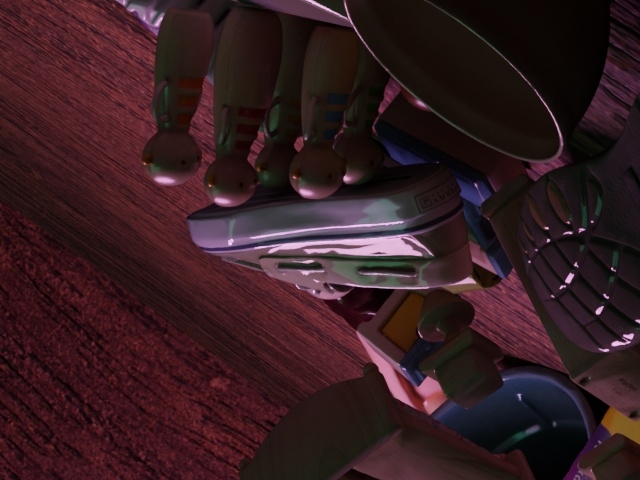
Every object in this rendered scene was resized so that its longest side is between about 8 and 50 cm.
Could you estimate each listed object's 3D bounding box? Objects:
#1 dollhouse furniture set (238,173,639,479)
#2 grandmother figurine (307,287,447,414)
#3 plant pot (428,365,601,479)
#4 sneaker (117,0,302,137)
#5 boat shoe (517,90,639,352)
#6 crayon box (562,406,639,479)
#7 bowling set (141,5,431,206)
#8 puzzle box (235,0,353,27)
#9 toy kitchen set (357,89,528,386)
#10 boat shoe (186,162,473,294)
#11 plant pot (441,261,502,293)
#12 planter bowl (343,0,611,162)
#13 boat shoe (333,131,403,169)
[{"bbox_3d":[0.090,0.138,1.484,0.303,0.355,0.174,32,-152,-47],"label":"dollhouse furniture set"},{"bbox_3d":[0.061,0.083,2.105,0.208,0.104,0.342,17,159,39],"label":"grandmother figurine"},{"bbox_3d":[0.272,0.363,2.041,0.334,0.341,0.341,36,170,-27],"label":"plant pot"},{"bbox_3d":[-0.084,-0.177,1.625,0.236,0.095,0.104,43,175,5],"label":"sneaker"},{"bbox_3d":[0.219,-0.023,1.124,0.123,0.116,0.324,65,157,9],"label":"boat shoe"},{"bbox_3d":[0.333,0.313,1.654,0.313,0.106,0.363,35,126,12],"label":"crayon box"},{"bbox_3d":[0.001,-0.086,1.418,0.200,0.154,0.287,13,-168,22],"label":"bowling set"},{"bbox_3d":[-0.142,-0.243,1.335,0.272,0.052,0.409,24,-179,-25],"label":"puzzle box"},{"bbox_3d":[0.096,0.012,1.584,0.122,0.166,0.207,30,165,37],"label":"toy kitchen set"},{"bbox_3d":[0.000,0.000,1.561,0.302,0.109,0.094,-3,108,50],"label":"boat shoe"},{"bbox_3d":[0.128,0.017,1.747,0.079,0.083,0.083,0,142,50],"label":"plant pot"},{"bbox_3d":[0.110,-0.139,1.139,0.162,0.109,0.162,37,168,9],"label":"planter bowl"},{"bbox_3d":[0.055,-0.064,1.742,0.100,0.035,0.035,29,163,12],"label":"boat shoe"}]
